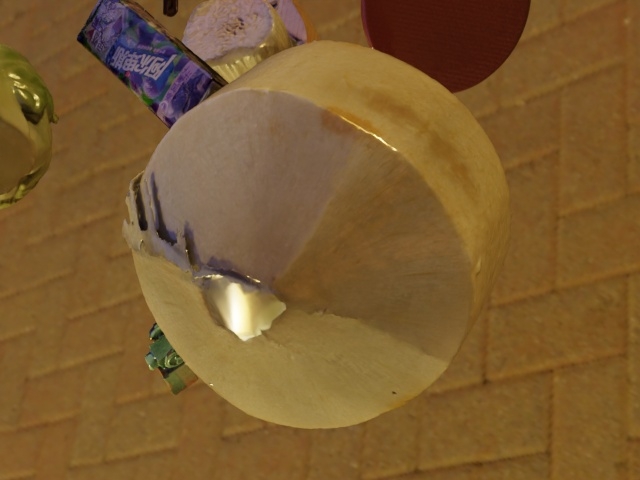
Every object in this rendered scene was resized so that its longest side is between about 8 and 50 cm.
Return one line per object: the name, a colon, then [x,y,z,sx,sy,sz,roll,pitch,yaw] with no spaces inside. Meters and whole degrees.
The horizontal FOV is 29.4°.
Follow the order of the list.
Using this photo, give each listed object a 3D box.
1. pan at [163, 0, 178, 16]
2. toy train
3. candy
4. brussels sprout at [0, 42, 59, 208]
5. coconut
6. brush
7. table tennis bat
pan: [-0.186,-0.367,1.528,0.040,0.114,0.212,48,147,38]
toy train: [-0.176,0.142,1.801,0.176,0.118,0.074,-35,59,-8]
candy: [-0.210,-0.221,1.529,0.088,0.061,0.312,-55,47,8]
brussels sprout: [-0.444,-0.147,1.569,0.244,0.244,0.244,-33,43,36]
coconut: [0.000,0.000,1.005,0.323,0.323,0.323,-33,43,36]
brush: [-0.093,-0.289,1.758,0.174,0.166,0.267,-11,47,23]
table tennis bat: [0.155,-0.321,1.418,0.038,0.200,0.310,-107,27,-72]
